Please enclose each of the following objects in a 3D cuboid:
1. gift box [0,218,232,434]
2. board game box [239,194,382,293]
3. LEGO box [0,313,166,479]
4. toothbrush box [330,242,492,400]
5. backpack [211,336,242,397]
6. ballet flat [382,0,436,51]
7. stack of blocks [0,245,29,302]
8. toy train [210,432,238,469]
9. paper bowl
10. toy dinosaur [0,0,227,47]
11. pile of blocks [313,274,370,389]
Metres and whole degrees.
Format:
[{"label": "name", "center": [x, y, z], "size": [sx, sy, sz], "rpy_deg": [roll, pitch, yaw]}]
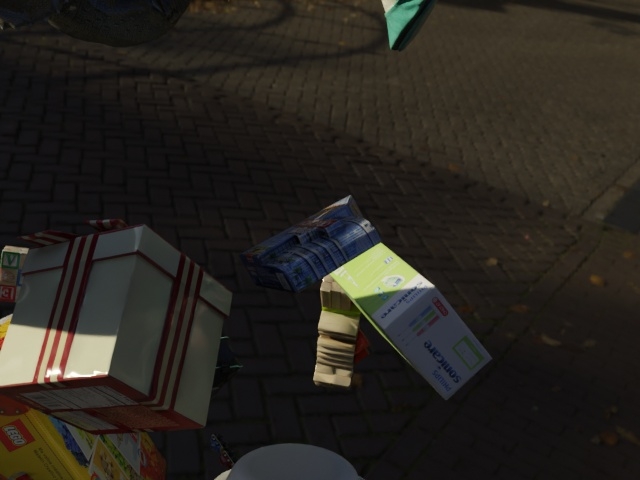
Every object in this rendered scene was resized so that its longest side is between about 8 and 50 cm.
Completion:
[{"label": "gift box", "center": [-0.314, 0.122, 1.202], "size": [0.277, 0.255, 0.258], "rpy_deg": [-6, 58, 24]}, {"label": "board game box", "center": [0.000, 0.000, 1.206], "size": [0.194, 0.060, 0.194], "rpy_deg": [-32, 12, -19]}, {"label": "LEGO box", "center": [-0.524, 0.419, 1.662], "size": [0.193, 0.500, 0.372], "rpy_deg": [-25, 23, 4]}, {"label": "toothbrush box", "center": [0.161, 0.137, 1.540], "size": [0.122, 0.206, 0.283], "rpy_deg": [-41, 26, -1]}, {"label": "backpack", "center": [-0.279, 0.276, 1.721], "size": [0.166, 0.188, 0.144], "rpy_deg": [-8, 50, -41]}, {"label": "ballet flat", "center": [0.121, -0.326, 1.015], "size": [0.087, 0.247, 0.083], "rpy_deg": [38, 67, -3]}, {"label": "stack of blocks", "center": [-0.657, 0.079, 2.101], "size": [0.297, 0.171, 0.087], "rpy_deg": [7, 6, -15]}, {"label": "toy train", "center": [-0.195, 0.467, 1.746], "size": [0.036, 0.027, 0.158], "rpy_deg": [-23, 41, -22]}, {"label": "paper bowl", "center": [-0.042, 0.420, 1.282], "size": [0.284, 0.148, 0.284], "rpy_deg": [3, 11, -1]}, {"label": "toy dinosaur", "center": [-0.223, -0.243, 0.794], "size": [0.314, 0.121, 0.160], "rpy_deg": [13, 53, -51]}, {"label": "pile of blocks", "center": [0.061, 0.183, 1.799], "size": [0.113, 0.362, 0.149], "rpy_deg": [11, 36, 8]}]
